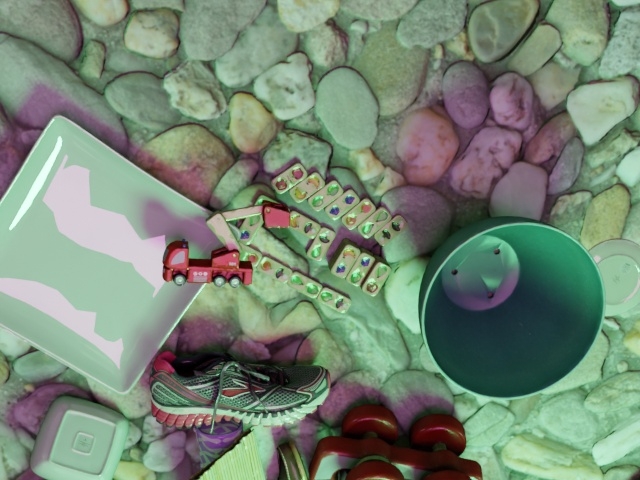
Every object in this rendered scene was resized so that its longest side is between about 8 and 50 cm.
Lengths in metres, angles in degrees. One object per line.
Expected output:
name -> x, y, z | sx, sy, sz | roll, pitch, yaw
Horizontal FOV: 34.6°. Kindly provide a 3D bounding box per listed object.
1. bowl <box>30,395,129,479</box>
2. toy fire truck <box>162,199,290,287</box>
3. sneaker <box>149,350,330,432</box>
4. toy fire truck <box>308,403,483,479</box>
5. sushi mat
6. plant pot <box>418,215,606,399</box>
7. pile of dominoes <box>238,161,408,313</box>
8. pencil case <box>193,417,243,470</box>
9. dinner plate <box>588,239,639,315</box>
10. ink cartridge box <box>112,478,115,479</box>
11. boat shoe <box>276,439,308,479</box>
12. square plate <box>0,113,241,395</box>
bowl -> -0.392, 0.333, 1.687 | 0.142, 0.053, 0.142 | 21, 71, -13
toy fire truck -> -0.148, 0.003, 1.603 | 0.192, 0.047, 0.135 | 3, 106, -10
sneaker -> -0.131, 0.237, 1.685 | 0.299, 0.121, 0.112 | -3, 113, -7
toy fire truck -> 0.124, 0.436, 1.779 | 0.302, 0.169, 0.254 | 10, 124, -10
sushi mat -> -0.138, 0.476, 1.740 | 0.151, 0.019, 0.316 | -38, 131, -39
plant pot -> 0.283, 0.082, 1.656 | 0.290, 0.195, 0.290 | -2, 108, -7
pile of dominoes -> 0.000, 0.000, 1.675 | 0.251, 0.040, 0.196 | 28, 102, -16
pencil case -> -0.173, 0.393, 1.751 | 0.088, 0.086, 0.206 | -1, 108, -2
dinner plate -> 0.508, 0.067, 1.778 | 0.141, 0.017, 0.141 | -3, 107, -8
ink cartridge box -> -0.373, 0.472, 1.762 | 0.209, 0.062, 0.109 | 39, 99, -17
boat shoe -> -0.048, 0.446, 1.792 | 0.073, 0.073, 0.207 | -17, 109, -7
square plate -> -0.361, 0.029, 1.630 | 0.344, 0.049, 0.347 | 34, 100, -16
